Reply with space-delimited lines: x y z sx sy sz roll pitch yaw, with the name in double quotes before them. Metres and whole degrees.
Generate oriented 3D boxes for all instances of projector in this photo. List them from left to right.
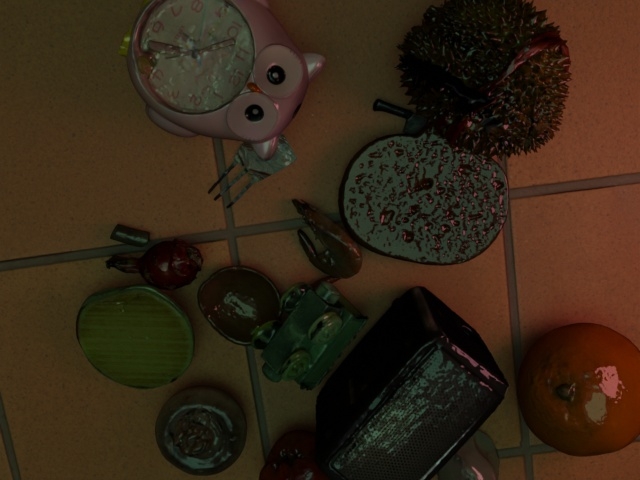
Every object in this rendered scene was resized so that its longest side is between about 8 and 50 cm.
"projector" 0.179 0.347 1.784 0.242 0.395 0.405 39 100 -9

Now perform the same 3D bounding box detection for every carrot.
"carrot" -0.011 0.119 1.922 0.142 0.035 0.035 -33 100 2

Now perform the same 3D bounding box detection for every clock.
"clock" -0.207 -0.376 1.707 0.376 0.250 0.368 31 100 0

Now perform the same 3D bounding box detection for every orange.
"orange" 0.609 0.346 1.830 0.312 0.312 0.312 0 102 0

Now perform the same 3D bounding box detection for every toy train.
"toy train" -0.030 0.220 1.857 0.159 0.188 0.272 43 103 32

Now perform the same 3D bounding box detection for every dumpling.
"dumpling" 0.387 0.583 1.985 0.172 0.142 0.247 -12 97 -33

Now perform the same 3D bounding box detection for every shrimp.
"shrimp" 0.002 -0.002 1.884 0.236 0.053 0.133 46 135 -2

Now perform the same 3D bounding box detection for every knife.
"knife" 0.228 -0.271 1.844 0.230 0.028 0.060 17 114 -6

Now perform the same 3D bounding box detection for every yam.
"yam" -0.457 -0.011 1.890 0.094 0.043 0.043 17 102 -4

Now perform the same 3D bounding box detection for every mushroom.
"mushroom" -0.289 0.468 1.924 0.226 0.178 0.227 -1 97 -8

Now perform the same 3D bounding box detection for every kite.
"kite" -0.167 -0.168 1.870 0.127 0.016 0.229 43 99 -5

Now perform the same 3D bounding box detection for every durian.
"durian" 0.355 -0.349 1.674 0.347 0.347 0.384 -40 95 8

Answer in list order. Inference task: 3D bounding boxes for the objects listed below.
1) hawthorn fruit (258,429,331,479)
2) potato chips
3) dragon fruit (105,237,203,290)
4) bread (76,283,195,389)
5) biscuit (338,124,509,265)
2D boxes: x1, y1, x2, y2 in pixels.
"hawthorn fruit" -0.027 0.619 1.949 0.211 0.211 0.299 -25 110 5
"potato chips" -0.194 0.153 1.914 0.208 0.062 0.195 6 99 0
"dragon fruit" -0.396 0.056 1.869 0.246 0.125 0.125 0 122 6
"bread" -0.439 0.233 1.897 0.301 0.045 0.301 3 115 7
"biscuit" 0.247 -0.114 1.852 0.394 0.070 0.351 17 99 -4
